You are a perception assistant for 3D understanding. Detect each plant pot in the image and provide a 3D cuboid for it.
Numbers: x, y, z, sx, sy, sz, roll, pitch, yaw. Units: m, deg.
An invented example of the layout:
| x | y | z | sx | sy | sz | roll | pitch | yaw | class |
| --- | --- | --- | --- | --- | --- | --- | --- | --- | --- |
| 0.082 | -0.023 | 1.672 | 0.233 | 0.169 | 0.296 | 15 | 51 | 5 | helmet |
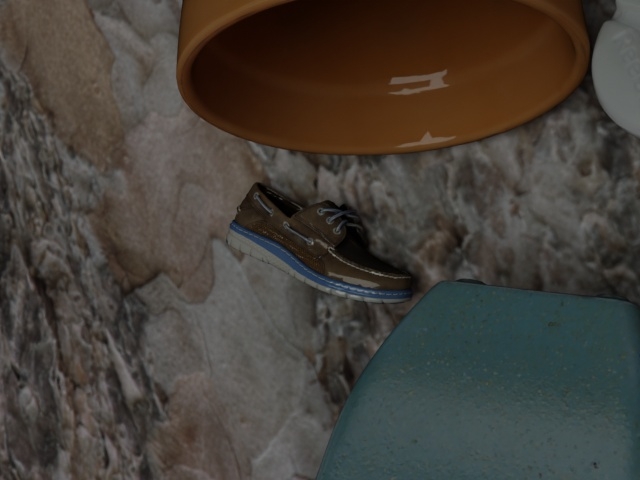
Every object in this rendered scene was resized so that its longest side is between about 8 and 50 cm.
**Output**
| x | y | z | sx | sy | sz | roll | pitch | yaw | class |
| --- | --- | --- | --- | --- | --- | --- | --- | --- | --- |
| 0.040 | -0.206 | 0.968 | 0.290 | 0.291 | 0.204 | -14 | 69 | 31 | plant pot |
| 0.152 | 0.166 | 0.932 | 0.247 | 0.247 | 0.252 | 6 | 78 | 31 | plant pot |

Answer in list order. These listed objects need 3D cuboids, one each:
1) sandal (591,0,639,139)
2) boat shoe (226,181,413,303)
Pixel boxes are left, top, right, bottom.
| x | y | z | sx | sy | sz | roll | pitch | yaw | class |
| --- | --- | --- | --- | --- | --- | --- | --- | --- | --- |
| 0.343 | -0.230 | 0.872 | 0.416 | 0.102 | 0.169 | -45 | 55 | 15 | sandal |
| 0.000 | 0.000 | 1.105 | 0.183 | 0.066 | 0.066 | 21 | 102 | 29 | boat shoe |
